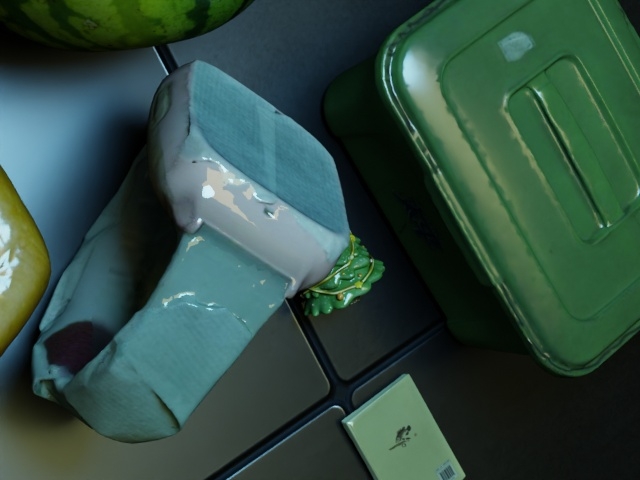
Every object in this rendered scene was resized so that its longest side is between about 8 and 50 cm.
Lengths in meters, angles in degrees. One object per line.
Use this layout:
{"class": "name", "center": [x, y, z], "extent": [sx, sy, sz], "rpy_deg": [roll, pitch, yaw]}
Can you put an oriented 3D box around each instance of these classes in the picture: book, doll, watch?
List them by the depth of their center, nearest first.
{"class": "watch", "center": [-0.109, 0.024, 1.108], "extent": [0.162, 0.253, 0.241], "rpy_deg": [33, 112, -20]}
{"class": "doll", "center": [0.009, -0.001, 1.250], "extent": [0.077, 0.078, 0.113], "rpy_deg": [-18, 96, -33]}
{"class": "book", "center": [0.073, 0.182, 1.304], "extent": [0.077, 0.014, 0.111], "rpy_deg": [-35, 103, -28]}

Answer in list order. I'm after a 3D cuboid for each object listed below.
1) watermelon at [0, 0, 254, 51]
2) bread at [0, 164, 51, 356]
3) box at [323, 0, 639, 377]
{"class": "watermelon", "center": [-0.148, -0.268, 1.068], "extent": [0.285, 0.285, 0.285], "rpy_deg": [3, 84, -29]}
{"class": "bread", "center": [-0.379, 0.013, 1.000], "extent": [0.328, 0.148, 0.337], "rpy_deg": [49, 64, -21]}
{"class": "box", "center": [0.170, -0.072, 1.292], "extent": [0.253, 0.178, 0.328], "rpy_deg": [-36, 105, -25]}
